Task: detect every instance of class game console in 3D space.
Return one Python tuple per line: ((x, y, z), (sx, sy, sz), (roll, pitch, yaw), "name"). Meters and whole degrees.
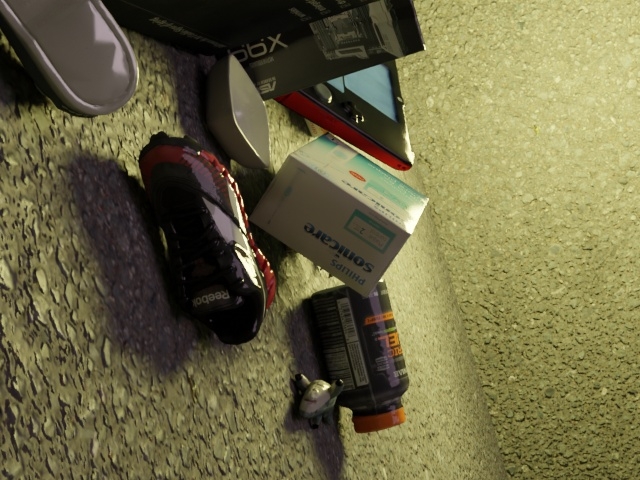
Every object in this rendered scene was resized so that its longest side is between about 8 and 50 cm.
((0.024, -0.326, 1.750), (0.342, 0.060, 0.386), (26, 38, -26), "game console")

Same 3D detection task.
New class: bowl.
((-0.124, -0.182, 1.397), (0.142, 0.053, 0.142), (55, 25, -53), "bowl")

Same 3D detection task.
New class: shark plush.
((-0.009, 0.252, 1.453), (0.161, 0.073, 0.067), (93, 9, -68), "shark plush")

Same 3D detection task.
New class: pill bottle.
((0.072, 0.192, 1.598), (0.130, 0.131, 0.245), (2, 74, -75), "pill bottle")

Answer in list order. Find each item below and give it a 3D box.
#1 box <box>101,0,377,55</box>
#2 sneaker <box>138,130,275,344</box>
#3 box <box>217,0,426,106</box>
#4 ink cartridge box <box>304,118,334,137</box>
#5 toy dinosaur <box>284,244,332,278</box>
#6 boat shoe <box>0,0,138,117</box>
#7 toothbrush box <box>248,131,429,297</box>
((-0.045, -0.443, 1.120), (0.480, 0.472, 0.297), (-12, 86, -75), "box")
((-0.128, 0.009, 1.094), (0.135, 0.098, 0.276), (-88, 159, -55), "sneaker")
((-0.019, -0.360, 1.467), (0.076, 0.308, 0.242), (-62, 136, -75), "box")
((0.029, -0.268, 1.912), (0.092, 0.143, 0.090), (66, 35, -33), "ink cartridge box")
((0.000, 0.000, 1.671), (0.268, 0.064, 0.118), (-62, 128, -74), "toy dinosaur")
((-0.280, -0.255, 0.870), (0.099, 0.116, 0.319), (8, -50, 58), "boat shoe")
((0.039, -0.051, 1.527), (0.216, 0.126, 0.295), (34, 18, 3), "toothbrush box")
